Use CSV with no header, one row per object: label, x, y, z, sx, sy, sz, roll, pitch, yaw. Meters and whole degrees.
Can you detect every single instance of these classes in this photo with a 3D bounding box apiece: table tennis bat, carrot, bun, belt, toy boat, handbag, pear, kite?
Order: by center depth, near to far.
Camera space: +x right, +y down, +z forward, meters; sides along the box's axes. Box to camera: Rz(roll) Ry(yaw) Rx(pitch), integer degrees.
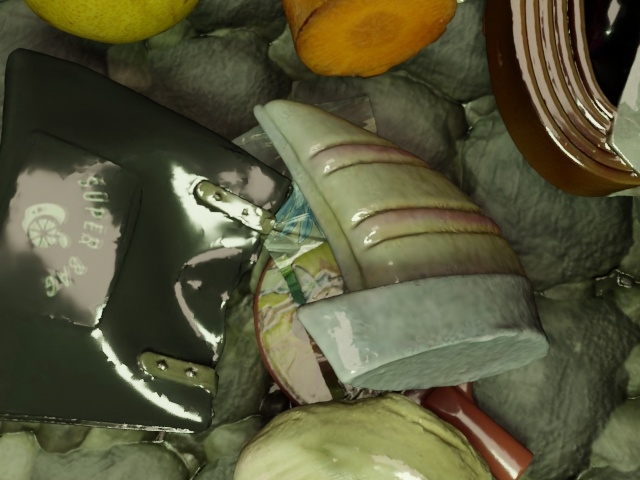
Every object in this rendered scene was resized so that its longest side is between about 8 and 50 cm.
bun,0.048,0.219,0.660,0.237,0.116,0.210,35,124,-6
toy boat,0.088,0.005,0.675,0.276,0.111,0.294,16,48,-29
belt,0.269,-0.208,0.717,0.217,0.122,0.339,0,92,-1
handbag,-0.196,0.017,0.718,0.287,0.152,0.343,17,82,2
table tennis bat,0.071,0.109,0.742,0.310,0.038,0.200,42,83,13
kite,0.000,0.001,0.751,0.169,0.015,0.310,-15,66,2
pear,-0.210,-0.291,0.756,0.208,0.209,0.209,-1,78,3
carrot,0.022,-0.289,0.780,0.159,0.159,0.225,-19,67,-1

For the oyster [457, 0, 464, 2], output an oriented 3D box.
oyster,0.174,-0.323,0.810,0.191,0.081,0.163,25,107,1
